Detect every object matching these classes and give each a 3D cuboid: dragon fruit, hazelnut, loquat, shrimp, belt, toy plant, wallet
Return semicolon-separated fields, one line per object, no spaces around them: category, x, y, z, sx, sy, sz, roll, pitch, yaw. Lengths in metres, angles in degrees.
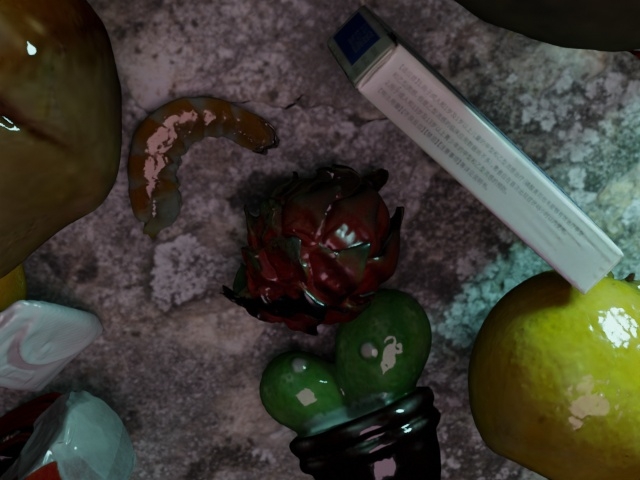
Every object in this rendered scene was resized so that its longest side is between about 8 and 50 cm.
dragon fruit;-0.003;0.009;1.332;0.182;0.182;0.189;12;108;-14
hazelnut;-0.361;-0.139;1.150;0.372;0.315;0.372;4;102;18
loquat;0.306;0.151;1.380;0.274;0.275;0.275;-3;110;-9
shrimp;-0.129;-0.080;1.348;0.166;0.049;0.161;-1;108;-18
belt;-0.350;0.301;1.344;0.324;0.227;0.115;-37;114;6
toy plant;0.049;0.189;1.414;0.218;0.175;0.235;-23;86;5
wallet;-0.313;0.117;1.325;0.124;0.183;0.032;-41;72;5

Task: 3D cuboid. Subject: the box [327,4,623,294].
box;0.162;-0.100;1.303;0.343;0.200;0.065;40;102;-20

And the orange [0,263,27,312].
orange;-0.392;0.053;1.297;0.159;0.136;0.159;-4;112;-11

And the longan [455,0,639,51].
longan;0.232;-0.392;1.111;0.404;0.404;0.436;-30;135;2

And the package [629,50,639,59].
package;0.481;-0.347;1.271;0.123;0.196;0.424;22;104;-21
